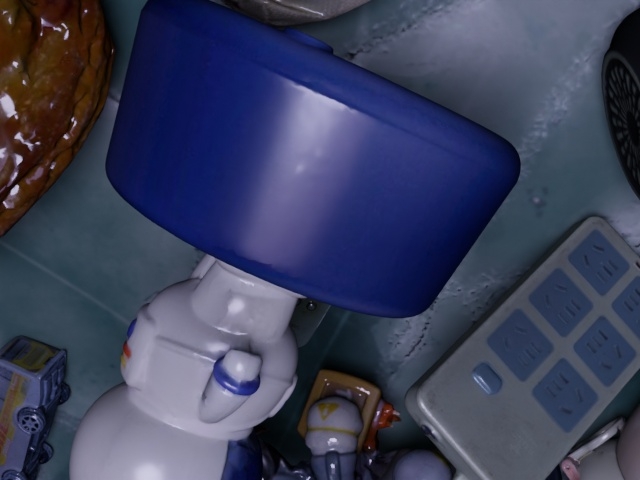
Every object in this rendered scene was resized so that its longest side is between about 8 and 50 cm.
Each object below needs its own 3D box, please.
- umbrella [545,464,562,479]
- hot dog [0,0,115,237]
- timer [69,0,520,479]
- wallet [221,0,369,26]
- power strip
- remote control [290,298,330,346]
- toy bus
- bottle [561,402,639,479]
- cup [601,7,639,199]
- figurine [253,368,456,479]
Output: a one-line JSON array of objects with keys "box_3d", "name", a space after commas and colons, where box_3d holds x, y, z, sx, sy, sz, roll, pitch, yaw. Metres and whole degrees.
[{"box_3d": [0.210, 0.225, 0.840, 0.071, 0.071, 0.248, -14, 120, 12], "name": "umbrella"}, {"box_3d": [-0.346, -0.104, 0.664, 0.388, 0.174, 0.267, -37, 109, 19], "name": "hot dog"}, {"box_3d": [-0.060, 0.051, 0.596, 0.271, 0.270, 0.383, 24, 100, -6], "name": "timer"}, {"box_3d": [-0.012, -0.314, 0.597, 0.275, 0.068, 0.335, -32, 102, 14], "name": "wallet"}, {"box_3d": [0.183, 0.094, 0.687, 0.270, 0.046, 0.118, -40, 89, -23], "name": "power strip"}, {"box_3d": [0.000, 0.000, 0.755, 0.072, 0.042, 0.221, 21, 114, -5], "name": "remote control"}, {"box_3d": [-0.312, 0.191, 0.865, 0.075, 0.064, 0.190, 24, 116, 0], "name": "toy bus"}, {"box_3d": [0.327, 0.213, 0.775, 0.148, 0.147, 0.236, 36, 121, -12], "name": "bottle"}, {"box_3d": [0.314, -0.092, 0.632, 0.177, 0.169, 0.223, -18, 147, 6], "name": "cup"}, {"box_3d": [0.055, 0.242, 0.777, 0.382, 0.261, 0.186, 26, 81, 13], "name": "figurine"}]
